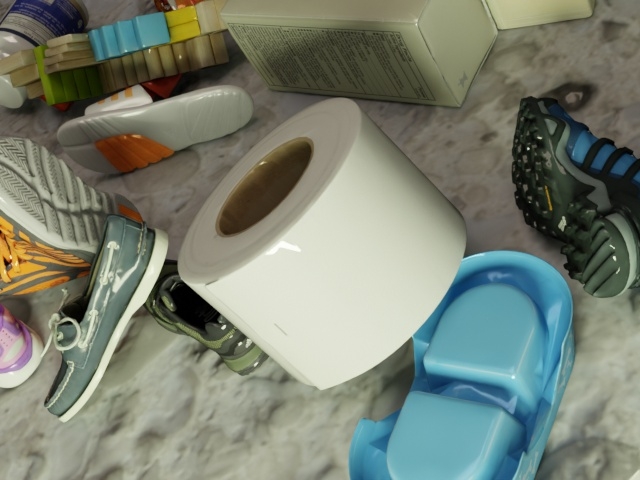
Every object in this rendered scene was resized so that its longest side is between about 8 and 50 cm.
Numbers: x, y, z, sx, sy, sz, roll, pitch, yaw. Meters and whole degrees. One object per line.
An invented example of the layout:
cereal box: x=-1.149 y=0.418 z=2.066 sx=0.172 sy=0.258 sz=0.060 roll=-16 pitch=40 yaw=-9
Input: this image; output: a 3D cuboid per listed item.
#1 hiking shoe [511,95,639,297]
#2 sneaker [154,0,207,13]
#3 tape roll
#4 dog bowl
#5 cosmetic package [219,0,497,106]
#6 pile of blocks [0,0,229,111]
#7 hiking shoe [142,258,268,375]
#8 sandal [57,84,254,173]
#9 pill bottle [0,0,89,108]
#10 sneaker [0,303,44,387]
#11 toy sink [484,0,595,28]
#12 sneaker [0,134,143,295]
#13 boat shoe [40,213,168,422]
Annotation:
hiking shoe: x=0.283 y=-0.047 z=1.183 sx=0.132 sy=0.113 sz=0.304 roll=-3 pitch=38 yaw=-12
sneaker: x=-0.213 y=-0.368 z=1.763 sx=0.067 sy=0.064 sz=0.175 roll=-21 pitch=47 yaw=-16
tape roll: x=0.000 y=0.000 z=1.180 sx=0.246 sy=0.169 sz=0.246 roll=-36 pitch=25 yaw=20
dog bowl: x=0.141 y=0.149 z=1.096 sx=0.166 sy=0.074 sz=0.297 roll=6 pitch=56 yaw=33
cosmetic package: x=0.046 y=-0.267 z=1.452 sx=0.296 sy=0.153 sz=0.129 roll=12 pitch=61 yaw=35
pile of blocks: x=-0.282 y=-0.236 z=1.629 sx=0.362 sy=0.112 sz=0.149 roll=-11 pitch=6 yaw=25
hiking shoe: x=-0.144 y=0.058 z=1.307 sx=0.227 sy=0.114 sz=0.086 roll=26 pitch=68 yaw=42
sandal: x=-0.214 y=-0.163 z=1.557 sx=0.265 sy=0.102 sz=0.076 roll=-13 pitch=46 yaw=9
pill bottle: x=-0.442 y=-0.296 z=1.784 sx=0.112 sy=0.112 sz=0.186 roll=6 pitch=57 yaw=34
sneaker: x=-0.444 y=0.084 z=1.422 sx=0.236 sy=0.104 sz=0.095 roll=25 pitch=68 yaw=20
toy sink: x=0.246 y=-0.390 z=1.381 sx=0.131 sy=0.234 sz=0.152 roll=-4 pitch=51 yaw=28
sneaker: x=-0.344 y=-0.006 z=1.349 sx=0.180 sy=0.321 sz=0.124 roll=-21 pitch=65 yaw=15
boat shoe: x=-0.254 y=0.087 z=1.300 sx=0.254 sy=0.079 sz=0.095 roll=-58 pitch=23 yaw=21
